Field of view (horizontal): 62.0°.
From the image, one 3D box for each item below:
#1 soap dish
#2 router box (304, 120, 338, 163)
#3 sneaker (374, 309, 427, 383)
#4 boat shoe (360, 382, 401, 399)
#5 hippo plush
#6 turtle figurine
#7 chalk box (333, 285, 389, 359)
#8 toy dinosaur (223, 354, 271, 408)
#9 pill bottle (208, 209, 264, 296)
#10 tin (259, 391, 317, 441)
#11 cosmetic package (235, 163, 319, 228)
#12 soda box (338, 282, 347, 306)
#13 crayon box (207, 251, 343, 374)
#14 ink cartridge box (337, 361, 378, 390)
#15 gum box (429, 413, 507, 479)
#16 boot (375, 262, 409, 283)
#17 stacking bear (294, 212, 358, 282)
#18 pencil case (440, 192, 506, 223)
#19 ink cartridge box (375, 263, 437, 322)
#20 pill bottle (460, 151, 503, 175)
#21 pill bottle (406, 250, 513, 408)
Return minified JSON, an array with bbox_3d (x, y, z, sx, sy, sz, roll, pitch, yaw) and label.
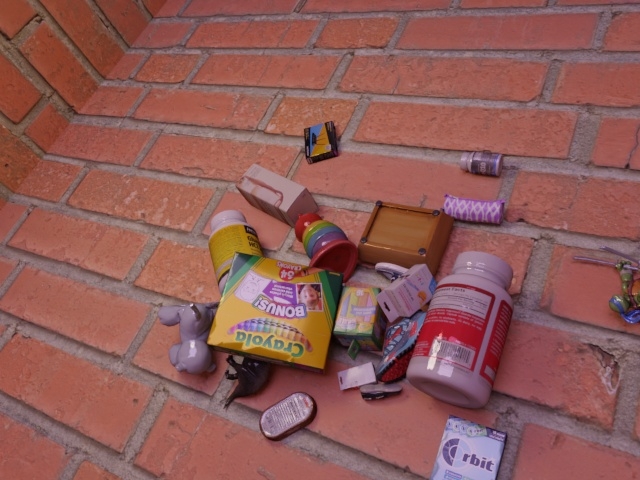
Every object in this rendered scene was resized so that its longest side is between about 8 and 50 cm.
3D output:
[{"bbox_3d":[0.282,-0.017,1.820,0.291,0.118,0.228,11,63,29],"label":"soap dish"},{"bbox_3d":[0.001,-0.416,2.252,0.133,0.046,0.178,-14,53,12],"label":"router box"},{"bbox_3d":[0.244,0.321,1.634,0.262,0.104,0.125,-46,37,-18],"label":"sneaker"},{"bbox_3d":[0.182,0.453,1.589,0.125,0.038,0.046,-8,13,10],"label":"boat shoe"},{"bbox_3d":[-0.408,0.333,1.829,0.294,0.234,0.236,-11,81,47],"label":"hippo plush"},{"bbox_3d":[0.897,0.068,1.466,0.267,0.197,0.274,-21,56,3],"label":"turtle figurine"},{"bbox_3d":[0.128,0.268,1.679,0.132,0.132,0.212,0,59,22],"label":"chalk box"},{"bbox_3d":[-0.222,0.413,1.723,0.160,0.121,0.313,25,72,26],"label":"toy dinosaur"},{"bbox_3d":[-0.308,0.051,1.966,0.188,0.188,0.333,-26,52,4],"label":"pill bottle"},{"bbox_3d":[-0.101,0.542,1.644,0.190,0.040,0.106,-30,56,0],"label":"tin"},{"bbox_3d":[-0.172,-0.171,2.089,0.296,0.153,0.129,27,72,35],"label":"cosmetic package"},{"bbox_3d":[0.009,0.203,1.813,0.183,0.063,0.058,-15,54,11],"label":"soda box"},{"bbox_3d":[-0.134,0.226,1.688,0.363,0.106,0.312,11,64,4],"label":"crayon box"},{"bbox_3d":[0.114,0.423,1.642,0.115,0.029,0.062,-19,53,10],"label":"ink cartridge box"},{"bbox_3d":[0.394,0.579,1.415,0.157,0.041,0.184,11,63,28],"label":"gum box"},{"bbox_3d":[0.259,0.136,1.754,0.190,0.069,0.086,14,67,25],"label":"boot"},{"bbox_3d":[0.000,0.000,1.901,0.164,0.175,0.289,-54,39,11],"label":"stacking bear"},{"bbox_3d":[0.518,-0.109,1.806,0.206,0.088,0.086,9,24,24],"label":"pencil case"},{"bbox_3d":[0.271,0.164,1.646,0.181,0.104,0.062,-35,10,-23],"label":"ink cartridge box"},{"bbox_3d":[0.575,-0.276,1.904,0.137,0.078,0.078,11,62,28],"label":"pill bottle"},{"bbox_3d":[0.413,0.244,1.517,0.229,0.229,0.407,12,62,28],"label":"pill bottle"}]
